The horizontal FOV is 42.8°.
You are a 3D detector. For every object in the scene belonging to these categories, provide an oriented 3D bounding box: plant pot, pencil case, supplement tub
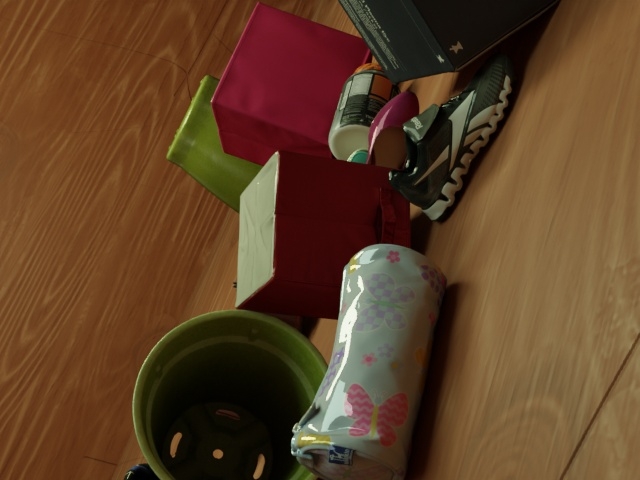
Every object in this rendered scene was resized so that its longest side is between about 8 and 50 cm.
[{"bbox_3d":[-0.186,-0.235,2.069,0.366,0.353,0.366,-59,14,25],"label":"plant pot"},{"bbox_3d":[0.059,0.137,0.910,0.113,0.124,0.273,68,-146,-49],"label":"pencil case"},{"bbox_3d":[0.087,-0.236,1.519,0.117,0.117,0.190,-50,19,48],"label":"supplement tub"},{"bbox_3d":[-0.133,0.278,1.178,0.254,0.276,0.276,113,175,-57],"label":"plant pot"}]

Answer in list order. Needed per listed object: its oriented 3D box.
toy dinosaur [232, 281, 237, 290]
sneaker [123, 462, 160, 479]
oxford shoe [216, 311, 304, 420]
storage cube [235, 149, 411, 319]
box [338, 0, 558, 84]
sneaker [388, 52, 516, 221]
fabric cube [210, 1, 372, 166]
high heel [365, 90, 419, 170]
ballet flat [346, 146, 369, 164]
[{"bbox_3d":[-0.149,0.185,1.665,0.200,0.127,0.295,-55,20,10],"label":"toy dinosaur"},{"bbox_3d":[-0.281,0.465,1.369,0.315,0.182,0.127,-40,16,32],"label":"sneaker"},{"bbox_3d":[-0.093,0.214,1.466,0.130,0.123,0.348,64,-134,-72],"label":"oxford shoe"},{"bbox_3d":[0.000,0.000,1.142,0.215,0.193,0.183,141,134,-64],"label":"storage cube"},{"bbox_3d":[0.121,-0.414,1.148,0.179,0.343,0.312,-36,13,-3],"label":"box"},{"bbox_3d":[0.165,-0.147,1.061,0.234,0.106,0.078,-62,14,9],"label":"sneaker"},{"bbox_3d":[-0.053,-0.299,1.734,0.259,0.258,0.254,92,-162,-72],"label":"fabric cube"},{"bbox_3d":[0.106,-0.121,1.305,0.244,0.082,0.117,-62,15,8],"label":"high heel"},{"bbox_3d":[0.047,-0.052,1.454,0.248,0.086,0.086,-59,14,15],"label":"ballet flat"}]
